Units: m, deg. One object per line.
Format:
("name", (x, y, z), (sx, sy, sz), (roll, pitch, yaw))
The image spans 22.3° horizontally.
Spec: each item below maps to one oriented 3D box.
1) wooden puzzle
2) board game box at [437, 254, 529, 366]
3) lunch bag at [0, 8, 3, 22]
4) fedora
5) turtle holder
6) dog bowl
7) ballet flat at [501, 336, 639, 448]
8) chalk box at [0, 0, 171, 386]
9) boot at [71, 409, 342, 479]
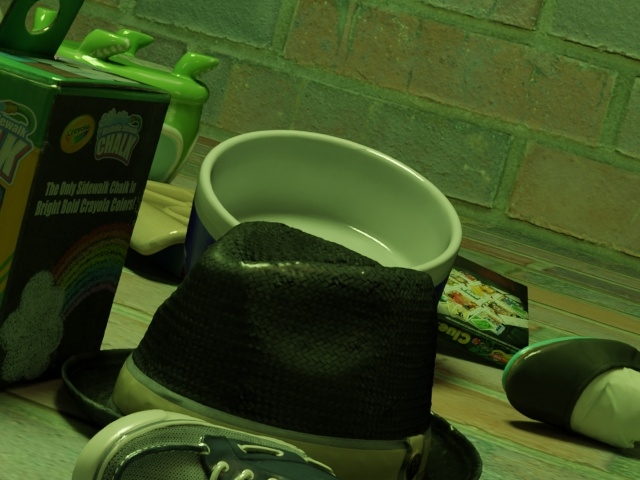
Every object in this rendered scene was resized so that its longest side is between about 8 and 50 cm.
("wooden puzzle", (-0.103, 0.000, 1.882), (0.348, 0.080, 0.322), (6, 11, -30))
("board game box", (0.107, 0.044, 1.765), (0.259, 0.030, 0.136), (25, 35, -9))
("lunch bag", (-0.461, -0.194, 1.670), (0.212, 0.305, 0.256), (-18, 5, 20))
("fedora", (-0.018, 0.074, 1.175), (0.334, 0.152, 0.334), (15, 7, -2))
("turtle holder", (-0.295, -0.155, 2.018), (0.243, 0.227, 0.320), (21, 10, 28))
("dog bowl", (0.000, 0.000, 1.605), (0.265, 0.104, 0.265), (12, 31, -7))
("ballet flat", (0.293, 0.148, 1.523), (0.280, 0.095, 0.096), (9, 22, -42))
("chalk box", (-0.239, -0.061, 1.181), (0.179, 0.289, 0.180), (18, 8, 18))
("boot", (-0.047, 0.142, 0.922), (0.086, 0.069, 0.190), (18, 5, 39))
